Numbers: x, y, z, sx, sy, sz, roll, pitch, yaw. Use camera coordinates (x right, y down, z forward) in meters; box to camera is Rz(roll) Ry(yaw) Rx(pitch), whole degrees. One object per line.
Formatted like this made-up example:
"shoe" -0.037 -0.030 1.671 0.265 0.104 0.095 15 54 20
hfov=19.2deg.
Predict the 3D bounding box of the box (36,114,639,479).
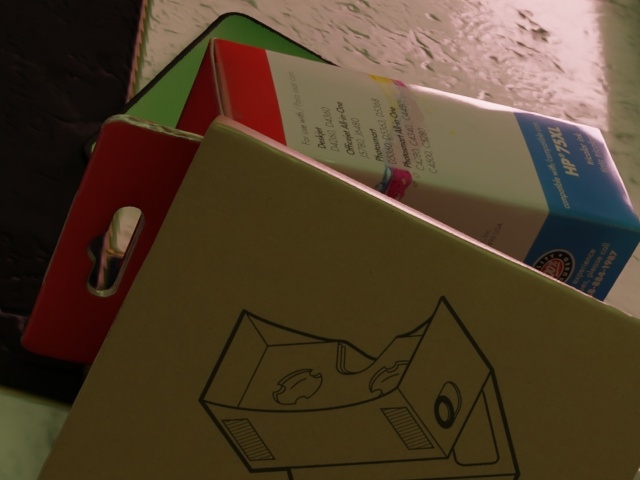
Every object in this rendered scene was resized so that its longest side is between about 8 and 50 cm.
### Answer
"box" 0.015 0.068 0.710 0.201 0.164 0.021 26 7 0

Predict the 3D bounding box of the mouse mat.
"mouse mat" -0.018 -0.047 0.960 0.152 0.007 0.189 30 37 5

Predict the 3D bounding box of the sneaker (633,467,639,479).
"sneaker" 0.164 0.167 0.741 0.152 0.114 0.305 -2 38 -14

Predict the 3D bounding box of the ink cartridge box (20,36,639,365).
"ink cartridge box" 0.000 0.000 0.801 0.231 0.134 0.078 12 37 -19
